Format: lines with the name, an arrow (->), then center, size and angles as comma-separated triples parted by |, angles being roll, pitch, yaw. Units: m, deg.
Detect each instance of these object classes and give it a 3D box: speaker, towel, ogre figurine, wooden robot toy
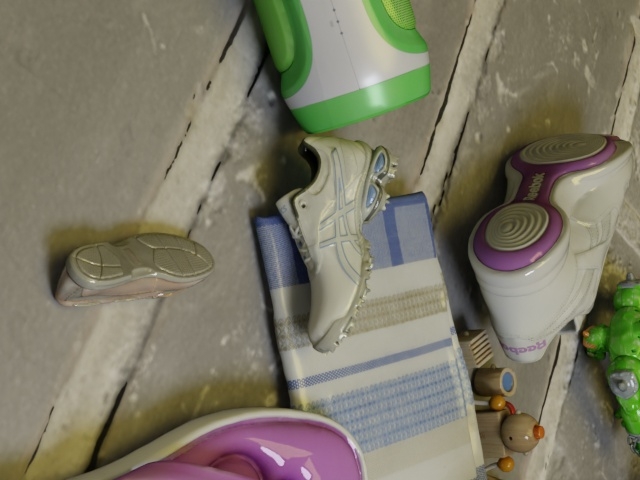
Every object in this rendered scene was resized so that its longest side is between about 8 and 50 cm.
speaker -> -0.008, -0.240, 0.914 | 0.131, 0.131, 0.296 | -28, 103, -45
towel -> 0.046, 0.108, 0.976 | 0.209, 0.034, 0.285 | -11, 89, -44
ogre figurine -> 0.339, 0.118, 1.230 | 0.118, 0.097, 0.197 | 50, 62, -42
wooden robot toy -> 0.173, 0.164, 1.062 | 0.076, 0.079, 0.173 | -8, 89, -46

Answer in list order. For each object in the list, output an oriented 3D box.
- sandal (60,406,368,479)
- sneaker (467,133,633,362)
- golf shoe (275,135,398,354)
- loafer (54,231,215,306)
sandal -> -0.103, 0.213, 0.742 | 0.416, 0.102, 0.169 | -9, 91, -42
sneaker -> 0.228, -0.003, 1.140 | 0.305, 0.114, 0.152 | -46, 131, -44
golf shoe -> 0.000, 0.000, 0.904 | 0.086, 0.069, 0.176 | 18, 67, -14
loafer -> -0.130, 0.023, 0.812 | 0.125, 0.039, 0.045 | -4, 53, -49
